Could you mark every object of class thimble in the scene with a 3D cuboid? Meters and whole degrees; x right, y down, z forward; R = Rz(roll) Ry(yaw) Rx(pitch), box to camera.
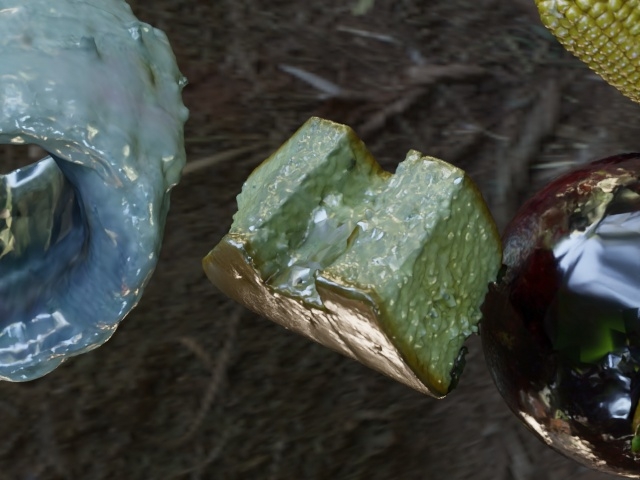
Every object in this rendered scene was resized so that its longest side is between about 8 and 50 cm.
[{"bbox_3d":[-0.189,-0.037,1.039,0.250,0.205,0.172,-18,42,7],"label":"thimble"}]

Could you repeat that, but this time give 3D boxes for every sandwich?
[{"bbox_3d":[0.000,0.000,1.287,0.235,0.128,0.122,20,64,37],"label":"sandwich"}]

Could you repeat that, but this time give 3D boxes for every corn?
[{"bbox_3d":[0.288,-0.154,1.622,0.310,0.101,0.101,38,111,-22],"label":"corn"}]

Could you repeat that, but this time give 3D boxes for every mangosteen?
[{"bbox_3d":[0.234,0.068,1.305,0.231,0.289,0.231,-6,113,-13],"label":"mangosteen"}]
